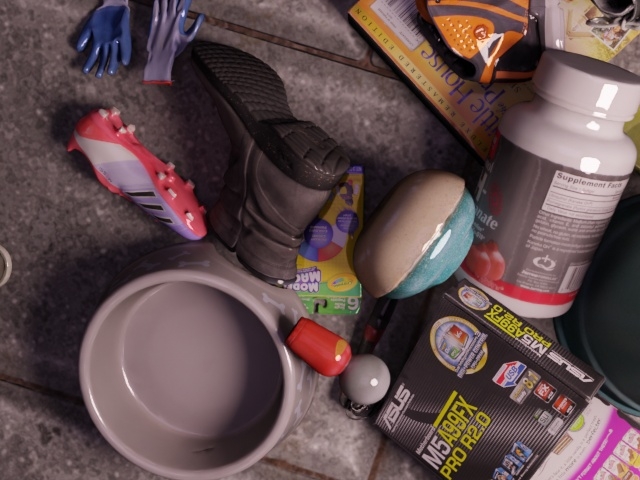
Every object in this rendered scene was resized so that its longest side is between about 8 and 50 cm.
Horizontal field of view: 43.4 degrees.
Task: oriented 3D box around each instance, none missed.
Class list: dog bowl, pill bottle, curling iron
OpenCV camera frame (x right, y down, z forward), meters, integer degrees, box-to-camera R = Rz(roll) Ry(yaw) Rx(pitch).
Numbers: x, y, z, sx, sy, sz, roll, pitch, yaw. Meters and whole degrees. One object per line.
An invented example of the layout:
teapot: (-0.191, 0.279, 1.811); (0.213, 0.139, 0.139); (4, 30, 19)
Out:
dog bowl: (-0.179, 0.179, 1.137); (0.349, 0.102, 0.348); (1, 100, 7)
pill bottle: (0.297, -0.074, 1.045); (0.176, 0.176, 0.318); (16, 116, 2)
curling iron: (0.092, 0.133, 1.185); (0.068, 0.035, 0.273); (17, 89, -15)

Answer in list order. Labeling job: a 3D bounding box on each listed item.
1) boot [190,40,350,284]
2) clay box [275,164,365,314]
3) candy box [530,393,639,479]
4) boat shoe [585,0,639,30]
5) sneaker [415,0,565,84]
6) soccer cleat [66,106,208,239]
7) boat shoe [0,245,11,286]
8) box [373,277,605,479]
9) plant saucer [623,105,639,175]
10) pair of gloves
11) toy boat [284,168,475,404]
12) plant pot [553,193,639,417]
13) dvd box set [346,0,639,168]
boot: (-0.115, -0.112, 1.126); (0.338, 0.118, 0.222); (54, 131, 33)
clay box: (0.000, 0.000, 1.172); (0.128, 0.053, 0.221); (1, 91, 3)
candy box: (0.348, 0.282, 1.124); (0.233, 0.071, 0.159); (37, 94, 20)
boat shoe: (0.385, -0.318, 1.009); (0.306, 0.113, 0.104); (7, 99, -39)
sneaker: (0.210, -0.364, 1.052); (0.180, 0.124, 0.320); (-7, 92, 1)
soccer cleat: (-0.265, -0.085, 1.175); (0.095, 0.083, 0.248); (-42, 90, 21)
boat shoe: (-0.615, 0.036, 1.180); (0.305, 0.091, 0.109); (4, 92, 2)
box: (0.211, 0.216, 1.066); (0.216, 0.060, 0.270); (37, 128, 19)
plant saucer: (0.512, -0.125, 1.088); (0.241, 0.241, 0.037); (-1, 132, 2)
pair of gloves: (-0.263, -0.305, 1.163); (0.198, 0.023, 0.159); (11, 89, 20)
toy boat: (0.097, 0.056, 1.050); (0.148, 0.267, 0.318); (35, 94, -1)
plant pot: (0.505, 0.099, 1.016); (0.341, 0.334, 0.340); (0, 91, 2)
dvd box set: (0.292, -0.351, 1.144); (0.420, 0.062, 0.307); (-43, 90, 3)
